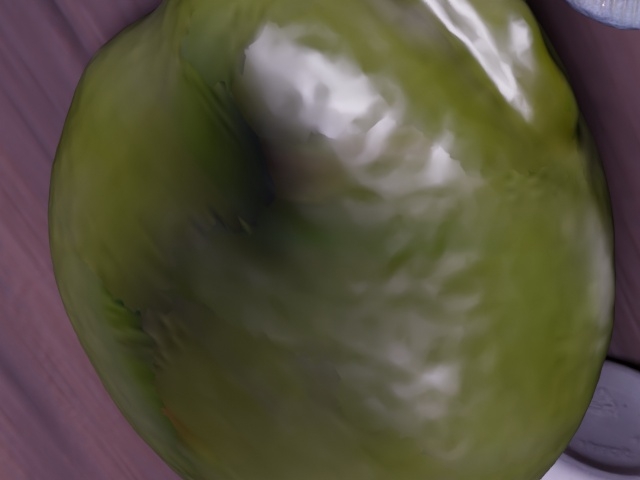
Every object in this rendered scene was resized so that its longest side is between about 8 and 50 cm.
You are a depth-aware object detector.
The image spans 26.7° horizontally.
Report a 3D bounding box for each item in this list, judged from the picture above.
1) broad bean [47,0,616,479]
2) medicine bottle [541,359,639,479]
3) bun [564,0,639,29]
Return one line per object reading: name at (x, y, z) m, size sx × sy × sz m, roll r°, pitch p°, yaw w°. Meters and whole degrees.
broad bean at (0.000, 0.000, 0.545) m, size 0.238 × 0.119 × 0.291 m, roll 8°, pitch 119°, yaw 16°
medicine bottle at (0.114, 0.156, 0.659) m, size 0.103 × 0.103 × 0.186 m, roll 10°, pitch 124°, yaw -3°
bun at (0.121, -0.118, 0.509) m, size 0.083 × 0.045 × 0.083 m, roll 9°, pitch 127°, yaw 12°
